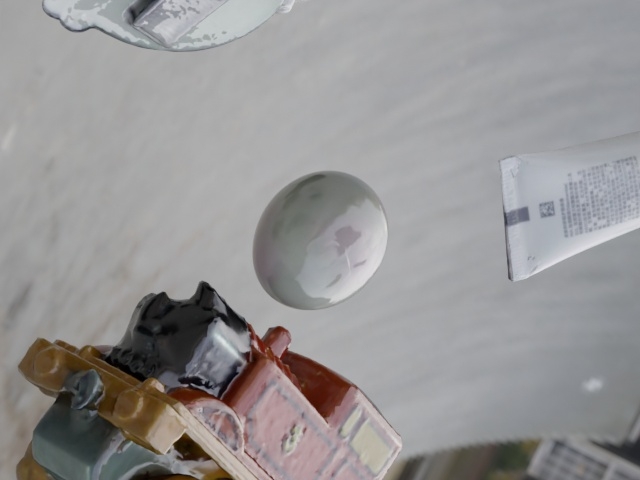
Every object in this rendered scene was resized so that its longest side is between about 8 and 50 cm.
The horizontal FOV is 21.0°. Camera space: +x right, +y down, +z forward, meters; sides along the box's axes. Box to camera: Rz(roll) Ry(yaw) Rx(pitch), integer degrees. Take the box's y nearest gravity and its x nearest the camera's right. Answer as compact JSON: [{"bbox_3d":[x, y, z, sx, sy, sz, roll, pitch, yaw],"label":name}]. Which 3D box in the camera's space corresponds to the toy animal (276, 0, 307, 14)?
[{"bbox_3d":[-0.099,-0.279,1.560,0.103,0.221,0.130,-57,-144,40],"label":"toy animal"}]

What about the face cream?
[{"bbox_3d":[0.236,-0.045,1.260,0.244,0.058,0.092,-17,110,-24],"label":"face cream"}]

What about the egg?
[{"bbox_3d":[0.000,0.000,1.389,0.135,0.103,0.103,-51,165,-47],"label":"egg"}]

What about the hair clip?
[{"bbox_3d":[-0.078,-0.192,1.227,0.220,0.140,0.054,-32,-130,29],"label":"hair clip"}]

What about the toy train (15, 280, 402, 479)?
[{"bbox_3d":[-0.074,0.177,1.368,0.231,0.163,0.369,-56,138,-16],"label":"toy train"}]
